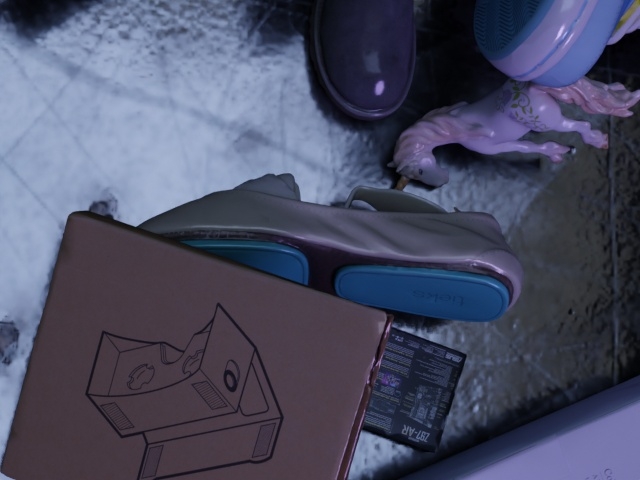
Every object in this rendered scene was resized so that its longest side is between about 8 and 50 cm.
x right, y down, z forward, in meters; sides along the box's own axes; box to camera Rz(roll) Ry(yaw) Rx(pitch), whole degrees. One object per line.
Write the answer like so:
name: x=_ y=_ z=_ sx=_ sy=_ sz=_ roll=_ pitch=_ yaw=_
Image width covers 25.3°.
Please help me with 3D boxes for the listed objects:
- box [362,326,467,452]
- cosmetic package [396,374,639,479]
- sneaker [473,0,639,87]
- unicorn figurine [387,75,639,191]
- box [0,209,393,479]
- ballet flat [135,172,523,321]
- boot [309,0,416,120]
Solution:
box: x=0.043 y=0.089 z=0.897 sx=0.083 sy=0.018 sz=0.067 roll=20 pitch=79 yaw=-10
cosmetic package: x=0.164 y=0.303 z=0.860 sx=0.285 sy=0.097 sz=0.377 roll=-20 pitch=88 yaw=-14
sneaker: x=0.221 y=-0.161 z=0.867 sx=0.208 sy=0.127 sz=0.319 roll=37 pitch=47 yaw=-11
unicorn figurine: x=0.117 y=-0.071 z=0.897 sx=0.111 sy=0.162 sz=0.060 roll=5 pitch=58 yaw=-29
box: x=-0.074 y=0.087 z=0.796 sx=0.201 sy=0.021 sz=0.164 roll=18 pitch=97 yaw=21
ballet flat: x=0.000 y=0.000 z=0.871 sx=0.249 sy=0.086 sz=0.086 roll=8 pitch=82 yaw=-7
boot: x=0.045 y=-0.181 z=0.831 sx=0.076 sy=0.208 sz=0.189 roll=0 pitch=83 yaw=-13
